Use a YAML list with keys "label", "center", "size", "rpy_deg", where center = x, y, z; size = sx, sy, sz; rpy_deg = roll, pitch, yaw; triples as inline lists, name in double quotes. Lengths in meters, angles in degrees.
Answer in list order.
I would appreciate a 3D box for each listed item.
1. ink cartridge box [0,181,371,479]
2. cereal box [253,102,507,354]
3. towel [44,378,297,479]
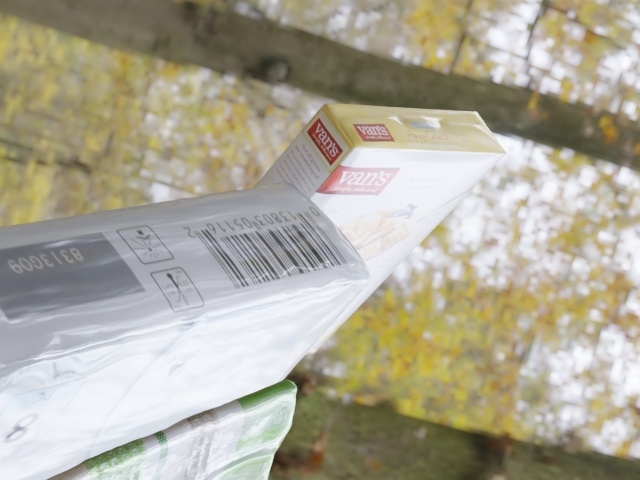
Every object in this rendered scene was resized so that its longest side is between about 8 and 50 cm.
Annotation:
- label: "ink cartridge box"
  center: [-0.182, 0.137, 0.962]
  size: [0.091, 0.308, 0.385]
  rpy_deg: [49, -59, 19]
- label: "cereal box"
  center: [0.000, 0.000, 1.173]
  size: [0.240, 0.173, 0.047]
  rpy_deg: [-48, -118, 32]
- label: "towel"
  center: [-0.082, 0.124, 0.751]
  size: [0.023, 0.152, 0.113]
  rpy_deg: [53, -33, 26]
